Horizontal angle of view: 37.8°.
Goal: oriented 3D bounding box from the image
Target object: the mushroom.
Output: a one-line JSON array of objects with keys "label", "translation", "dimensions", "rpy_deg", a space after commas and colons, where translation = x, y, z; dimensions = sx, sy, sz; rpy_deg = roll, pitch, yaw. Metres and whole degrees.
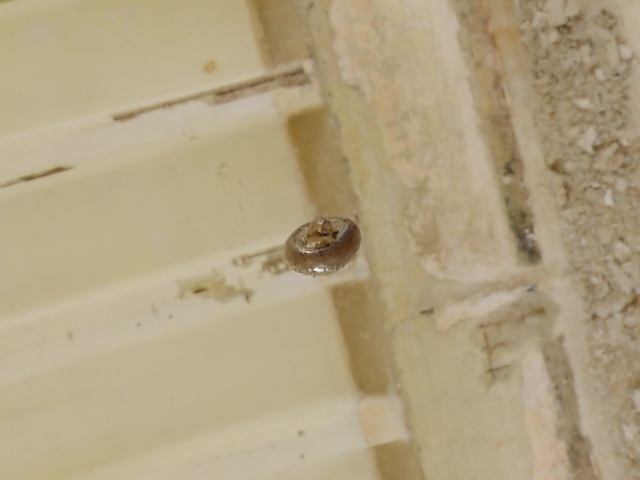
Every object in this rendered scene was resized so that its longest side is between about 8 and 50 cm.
[{"label": "mushroom", "translation": [0.004, 0.008, 1.383], "dimensions": [0.085, 0.126, 0.109], "rpy_deg": [59, 149, -2]}]
